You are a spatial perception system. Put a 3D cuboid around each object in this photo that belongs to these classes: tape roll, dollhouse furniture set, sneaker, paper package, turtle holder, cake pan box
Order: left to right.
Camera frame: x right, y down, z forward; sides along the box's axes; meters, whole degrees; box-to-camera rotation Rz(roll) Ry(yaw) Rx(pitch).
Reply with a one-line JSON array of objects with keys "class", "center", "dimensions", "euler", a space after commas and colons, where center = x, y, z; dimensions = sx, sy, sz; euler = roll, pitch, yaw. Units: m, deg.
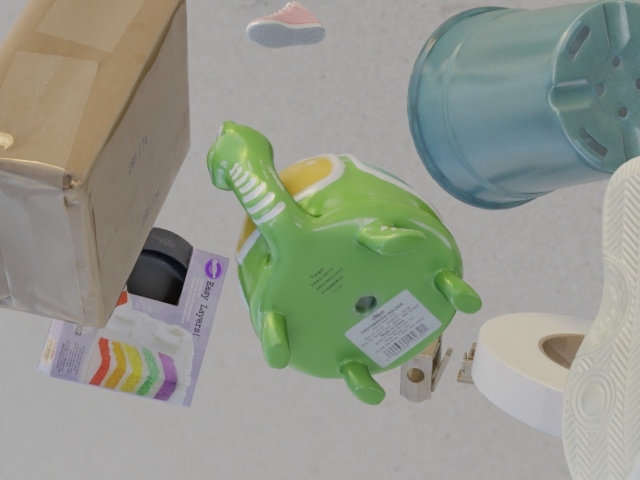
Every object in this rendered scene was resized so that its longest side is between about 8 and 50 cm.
[{"class": "paper package", "center": [-0.283, -0.107, 1.340], "dimensions": [0.168, 0.324, 0.309], "euler": [14, 144, 5]}, {"class": "cake pan box", "center": [-0.289, 0.110, 1.807], "dimensions": [0.070, 0.246, 0.266], "euler": [4, 76, 59]}, {"class": "sneaker", "center": [-0.064, -0.349, 1.840], "dimensions": [0.051, 0.134, 0.070], "euler": [110, 146, -43]}, {"class": "turtle holder", "center": [-0.003, 0.016, 1.269], "dimensions": [0.243, 0.320, 0.227], "euler": [-62, 33, 29]}, {"class": "dollhouse furniture set", "center": [0.246, 0.223, 2.140], "dimensions": [0.161, 0.182, 0.101], "euler": [7, 114, 14]}, {"class": "tape roll", "center": [0.419, 0.205, 1.686], "dimensions": [0.392, 0.392, 0.072], "euler": [23, 109, 39]}, {"class": "sneaker", "center": [0.344, 0.096, 1.121], "dimensions": [0.131, 0.148, 0.350], "euler": [4, 79, 58]}]

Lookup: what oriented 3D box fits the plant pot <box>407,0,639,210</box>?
[{"class": "plant pot", "center": [0.362, -0.221, 1.764], "dimensions": [0.334, 0.341, 0.341], "euler": [0, 113, 65]}]
